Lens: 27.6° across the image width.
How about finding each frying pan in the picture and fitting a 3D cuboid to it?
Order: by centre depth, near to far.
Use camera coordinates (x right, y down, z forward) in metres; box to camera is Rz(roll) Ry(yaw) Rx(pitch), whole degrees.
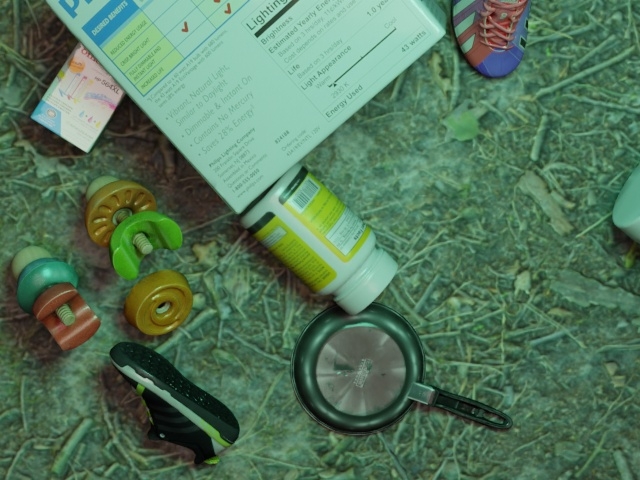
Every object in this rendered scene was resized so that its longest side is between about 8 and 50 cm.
[{"bbox_3d":[0.102,0.228,1.876,0.326,0.053,0.197,43,89,-5],"label":"frying pan"}]

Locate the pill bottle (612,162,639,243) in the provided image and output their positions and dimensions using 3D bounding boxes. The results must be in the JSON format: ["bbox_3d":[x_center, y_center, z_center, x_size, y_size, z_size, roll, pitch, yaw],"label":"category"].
[{"bbox_3d":[0.621,0.029,1.828,0.407,0.229,0.229,36,90,-8],"label":"pill bottle"}]

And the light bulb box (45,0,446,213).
[{"bbox_3d":[-0.084,-0.297,1.680,0.358,0.225,0.361,-40,98,14],"label":"light bulb box"}]

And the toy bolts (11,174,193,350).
[{"bbox_3d":[-0.307,0.040,1.791,0.228,0.158,0.218,-33,138,-13],"label":"toy bolts"}]

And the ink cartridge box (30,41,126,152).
[{"bbox_3d":[-0.313,-0.202,1.766,0.092,0.090,0.143,32,91,-8],"label":"ink cartridge box"}]

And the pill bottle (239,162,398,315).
[{"bbox_3d":[0.000,0.000,1.806,0.208,0.119,0.119,43,89,-8],"label":"pill bottle"}]

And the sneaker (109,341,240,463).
[{"bbox_3d":[-0.215,0.237,1.802,0.097,0.084,0.234,-44,113,10],"label":"sneaker"}]

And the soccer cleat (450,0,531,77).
[{"bbox_3d":[0.237,-0.325,1.737,0.108,0.116,0.318,-11,137,-4],"label":"soccer cleat"}]
